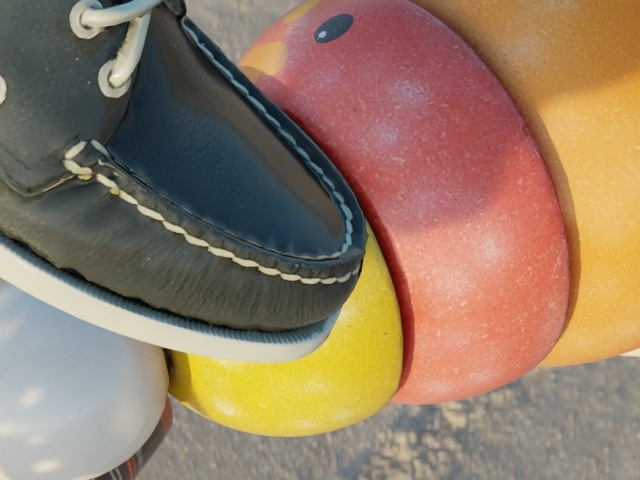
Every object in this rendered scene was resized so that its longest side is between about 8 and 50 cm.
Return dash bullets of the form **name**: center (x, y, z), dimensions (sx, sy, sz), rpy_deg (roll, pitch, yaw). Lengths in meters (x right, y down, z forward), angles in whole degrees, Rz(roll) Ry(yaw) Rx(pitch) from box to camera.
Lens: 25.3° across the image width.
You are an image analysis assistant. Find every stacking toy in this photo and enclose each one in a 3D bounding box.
- **stacking toy**: center (0.000, 0.000, 0.836), dimensions (0.480, 0.350, 0.350), rpy_deg (-29, 55, -29)

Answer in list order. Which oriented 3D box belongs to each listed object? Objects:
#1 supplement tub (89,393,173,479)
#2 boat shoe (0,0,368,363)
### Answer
- **supplement tub**: center (-0.180, 0.150, 0.858), dimensions (0.106, 0.106, 0.198), rpy_deg (20, 49, 19)
- **boat shoe**: center (-0.098, -0.072, 0.419), dimensions (0.302, 0.091, 0.114), rpy_deg (32, 36, -18)
